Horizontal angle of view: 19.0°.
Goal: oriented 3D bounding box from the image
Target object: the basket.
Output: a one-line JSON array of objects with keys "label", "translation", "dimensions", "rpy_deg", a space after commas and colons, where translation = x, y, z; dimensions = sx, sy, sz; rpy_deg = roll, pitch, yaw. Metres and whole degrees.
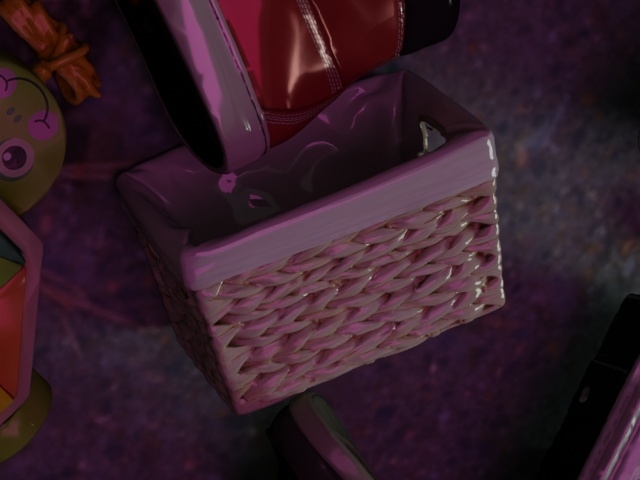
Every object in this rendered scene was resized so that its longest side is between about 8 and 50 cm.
[{"label": "basket", "translation": [0.000, 0.000, 0.949], "dimensions": [0.167, 0.113, 0.103], "rpy_deg": [-22, 120, -14]}]

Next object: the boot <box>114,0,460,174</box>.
[{"label": "boot", "translation": [-0.025, -0.176, 0.892], "dimensions": [0.176, 0.088, 0.244], "rpy_deg": [-33, 120, -18]}]

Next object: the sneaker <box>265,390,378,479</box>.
[{"label": "sneaker", "translation": [-0.014, 0.170, 0.993], "dimensions": [0.118, 0.083, 0.222], "rpy_deg": [-29, 143, -7]}]

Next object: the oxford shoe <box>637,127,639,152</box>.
[{"label": "oxford shoe", "translation": [0.341, -0.080, 1.074], "dimensions": [0.397, 0.146, 0.141], "rpy_deg": [-2, 94, -41]}]

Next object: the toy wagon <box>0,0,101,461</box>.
[{"label": "toy wagon", "translation": [-0.238, 0.020, 0.875], "dimensions": [0.344, 0.068, 0.267], "rpy_deg": [-42, 121, -4]}]

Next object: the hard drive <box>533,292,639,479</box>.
[{"label": "hard drive", "translation": [0.205, 0.230, 1.079], "dimensions": [0.237, 0.064, 0.339], "rpy_deg": [29, 86, -14]}]
